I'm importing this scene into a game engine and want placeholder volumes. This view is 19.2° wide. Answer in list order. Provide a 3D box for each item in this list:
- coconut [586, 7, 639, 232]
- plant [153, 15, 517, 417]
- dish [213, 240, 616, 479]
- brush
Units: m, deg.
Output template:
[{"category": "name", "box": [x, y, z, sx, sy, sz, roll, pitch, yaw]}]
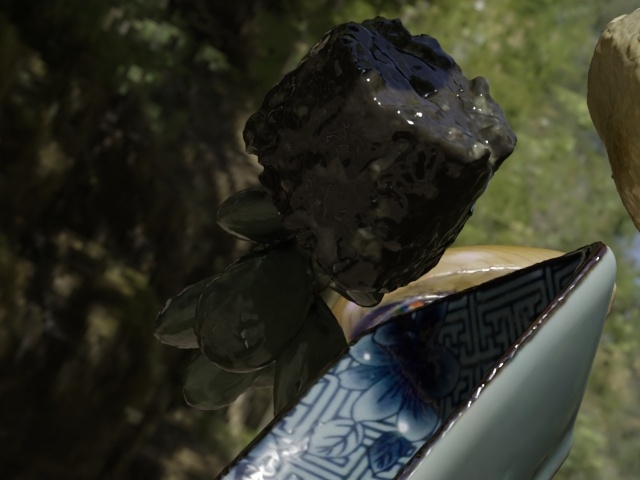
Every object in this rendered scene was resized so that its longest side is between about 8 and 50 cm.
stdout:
[{"category": "coconut", "box": [0.228, -0.056, 0.941, 0.194, 0.194, 0.194, 25, -14, 7]}, {"category": "plant", "box": [-0.001, -0.002, 1.173, 0.146, 0.274, 0.149, 45, 31, 26]}, {"category": "dish", "box": [0.024, 0.114, 0.788, 0.182, 0.243, 0.080, -23, -74, 51]}, {"category": "brush", "box": [0.131, 0.093, 1.500, 0.174, 0.266, 0.166, 66, -10, -18]}]
